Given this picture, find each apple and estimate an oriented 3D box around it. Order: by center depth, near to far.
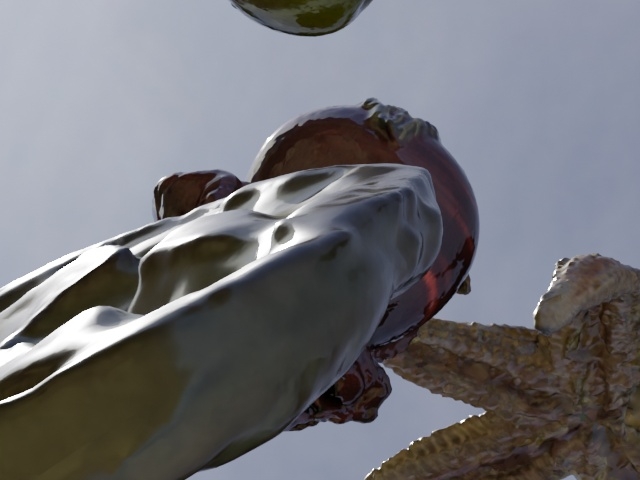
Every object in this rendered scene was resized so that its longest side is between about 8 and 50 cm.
[{"bbox_3d":[-0.004,-0.127,0.770,0.074,0.089,0.089,37,-60,5],"label":"apple"}]

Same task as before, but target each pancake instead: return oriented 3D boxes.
[{"bbox_3d":[-0.087,0.050,0.499,0.294,0.294,0.049,-21,-79,47],"label":"pancake"}]

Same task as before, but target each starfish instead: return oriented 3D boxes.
[{"bbox_3d":[0.148,0.144,1.305,0.398,0.384,0.132,76,9,-46],"label":"starfish"}]

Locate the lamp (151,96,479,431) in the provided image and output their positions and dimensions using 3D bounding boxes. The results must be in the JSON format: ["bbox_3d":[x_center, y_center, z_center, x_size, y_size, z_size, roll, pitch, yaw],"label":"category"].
[{"bbox_3d":[0.010,-0.005,1.124,0.151,0.215,0.223,-20,-146,28],"label":"lamp"}]
